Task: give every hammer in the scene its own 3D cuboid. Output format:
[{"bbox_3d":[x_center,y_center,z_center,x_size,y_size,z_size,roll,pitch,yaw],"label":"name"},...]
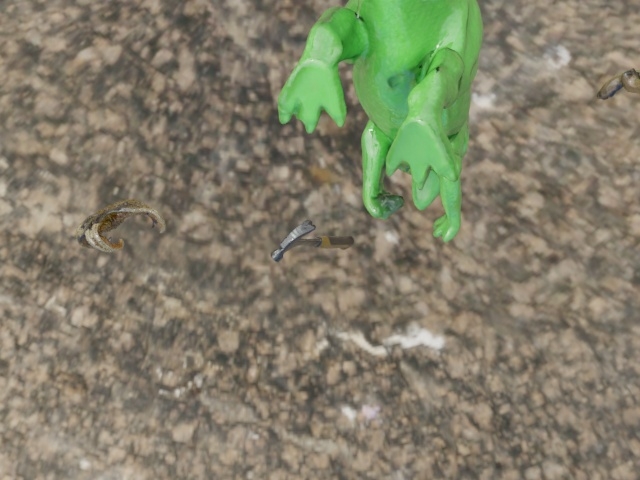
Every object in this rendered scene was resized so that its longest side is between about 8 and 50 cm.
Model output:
[{"bbox_3d":[0.000,0.000,1.638,0.078,0.201,0.021,-47,69,22],"label":"hammer"}]

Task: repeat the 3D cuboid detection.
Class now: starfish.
[{"bbox_3d":[-0.342,-0.027,1.771,0.146,0.190,0.074,-30,102,-23],"label":"starfish"}]

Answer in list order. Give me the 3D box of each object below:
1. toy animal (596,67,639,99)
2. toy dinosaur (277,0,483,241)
[{"bbox_3d":[0.243,-0.130,0.606,0.069,0.219,0.086,-5,78,-35],"label":"toy animal"},{"bbox_3d":[0.104,-0.226,0.891,0.144,0.374,0.500,14,111,17],"label":"toy dinosaur"}]
